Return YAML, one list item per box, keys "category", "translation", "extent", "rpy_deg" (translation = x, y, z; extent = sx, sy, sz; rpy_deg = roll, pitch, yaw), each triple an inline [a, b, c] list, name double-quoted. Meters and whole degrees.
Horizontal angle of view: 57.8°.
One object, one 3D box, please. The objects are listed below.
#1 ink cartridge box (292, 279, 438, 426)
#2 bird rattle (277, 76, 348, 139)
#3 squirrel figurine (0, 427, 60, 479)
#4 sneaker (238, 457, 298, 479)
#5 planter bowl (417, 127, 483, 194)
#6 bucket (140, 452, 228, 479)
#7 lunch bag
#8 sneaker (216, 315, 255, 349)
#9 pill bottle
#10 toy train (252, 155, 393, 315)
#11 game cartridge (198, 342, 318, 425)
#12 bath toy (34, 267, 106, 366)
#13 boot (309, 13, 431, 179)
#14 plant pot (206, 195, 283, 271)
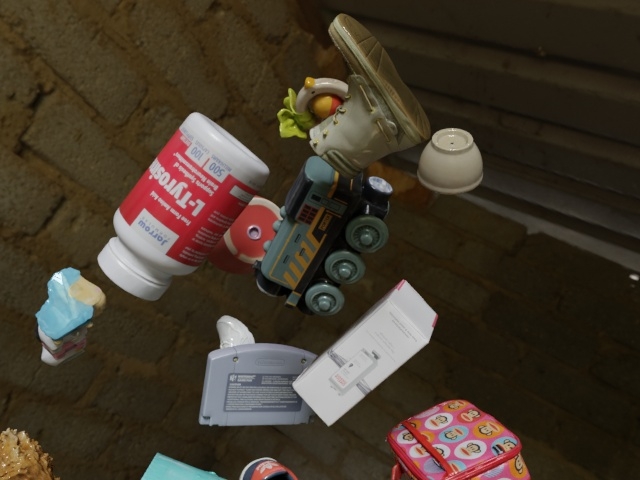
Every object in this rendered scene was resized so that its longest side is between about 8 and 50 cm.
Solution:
- category: "ink cartridge box"
  translation: [0.099, 0.231, 1.225]
  extent: [0.117, 0.283, 0.207]
  rpy_deg: [47, 18, 5]
- category: "bird rattle"
  translation: [0.017, -0.329, 1.533]
  extent: [0.253, 0.143, 0.207]
  rpy_deg: [16, -39, -7]
- category: "squirrel figurine"
  translation: [-0.560, 0.509, 0.993]
  extent: [0.281, 0.397, 0.370]
  rpy_deg: [36, 7, -41]
- category: "sneaker"
  translation: [-0.049, 0.565, 1.031]
  extent: [0.350, 0.131, 0.148]
  rpy_deg: [64, -27, 12]
- category: "planter bowl"
  translation: [0.319, -0.203, 1.412]
  extent: [0.162, 0.162, 0.109]
  rpy_deg: [26, -39, 30]
- category: "bucket"
  translation: [-0.354, 0.636, 1.316]
  extent: [0.183, 0.281, 0.281]
  rpy_deg: [29, -13, -1]
- category: "lunch bag"
  translation: [0.269, 0.468, 1.242]
  extent: [0.293, 0.258, 0.120]
  rpy_deg: [-164, -126, -76]
- category: "sneaker"
  translation: [-0.223, 0.308, 1.486]
  extent: [0.090, 0.115, 0.232]
  rpy_deg: [-26, -96, 40]
- category: "pill bottle"
  translation: [-0.324, -0.070, 1.344]
  extent: [0.229, 0.408, 0.229]
  rpy_deg: [38, 6, -5]
- category: "toy train"
  translation: [0.000, 0.000, 1.091]
  extent: [0.190, 0.142, 0.334]
  rpy_deg: [25, -56, -8]
- category: "game cartridge"
  translation: [-0.139, 0.354, 1.426]
  extent: [0.297, 0.198, 0.062]
  rpy_deg: [7, 2, -23]
- category: "bath toy"
  translation: [-0.548, 0.171, 1.249]
  extent: [0.129, 0.151, 0.348]
  rpy_deg: [57, -34, 5]
- category: "boot"
  translation: [0.040, -0.201, 0.849]
  extent: [0.165, 0.077, 0.213]
  rpy_deg: [-26, -68, 36]
- category: "plant pot"
  translation: [-0.225, -0.024, 1.776]
  extent: [0.274, 0.275, 0.243]
  rpy_deg: [37, -12, -16]
